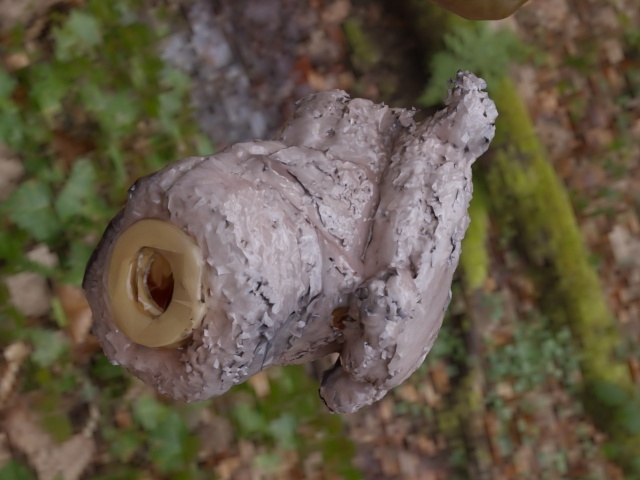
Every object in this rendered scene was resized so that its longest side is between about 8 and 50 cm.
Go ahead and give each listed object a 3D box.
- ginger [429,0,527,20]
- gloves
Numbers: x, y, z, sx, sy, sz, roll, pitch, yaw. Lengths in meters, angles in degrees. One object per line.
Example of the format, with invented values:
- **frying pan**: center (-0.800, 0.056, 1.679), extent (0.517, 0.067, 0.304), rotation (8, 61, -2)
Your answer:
- **ginger**: center (0.097, -0.308, 0.828), extent (0.418, 0.254, 0.176), rotation (-66, 169, 0)
- **gloves**: center (-0.006, 0.007, 0.605), extent (0.144, 0.110, 0.094), rotation (-27, 58, -35)
